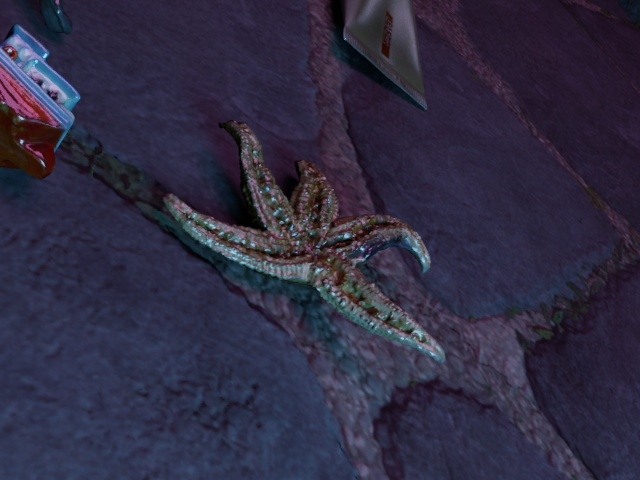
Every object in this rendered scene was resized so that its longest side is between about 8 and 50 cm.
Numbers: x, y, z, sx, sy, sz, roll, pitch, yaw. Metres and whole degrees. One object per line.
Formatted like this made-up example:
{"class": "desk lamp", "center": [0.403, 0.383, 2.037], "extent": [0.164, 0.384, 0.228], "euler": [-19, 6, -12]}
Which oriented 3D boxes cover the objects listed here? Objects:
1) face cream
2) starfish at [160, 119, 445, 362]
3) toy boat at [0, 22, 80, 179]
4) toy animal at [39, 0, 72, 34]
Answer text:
{"class": "face cream", "center": [0.065, -0.304, 1.134], "extent": [0.137, 0.084, 0.341], "euler": [35, 37, -35]}
{"class": "starfish", "center": [-0.004, 0.005, 0.687], "extent": [0.213, 0.057, 0.238], "euler": [-7, 53, -44]}
{"class": "toy boat", "center": [-0.212, -0.108, 0.554], "extent": [0.173, 0.069, 0.059], "euler": [39, 45, -11]}
{"class": "toy animal", "center": [-0.216, -0.241, 0.635], "extent": [0.084, 0.148, 0.233], "euler": [11, -10, 12]}
